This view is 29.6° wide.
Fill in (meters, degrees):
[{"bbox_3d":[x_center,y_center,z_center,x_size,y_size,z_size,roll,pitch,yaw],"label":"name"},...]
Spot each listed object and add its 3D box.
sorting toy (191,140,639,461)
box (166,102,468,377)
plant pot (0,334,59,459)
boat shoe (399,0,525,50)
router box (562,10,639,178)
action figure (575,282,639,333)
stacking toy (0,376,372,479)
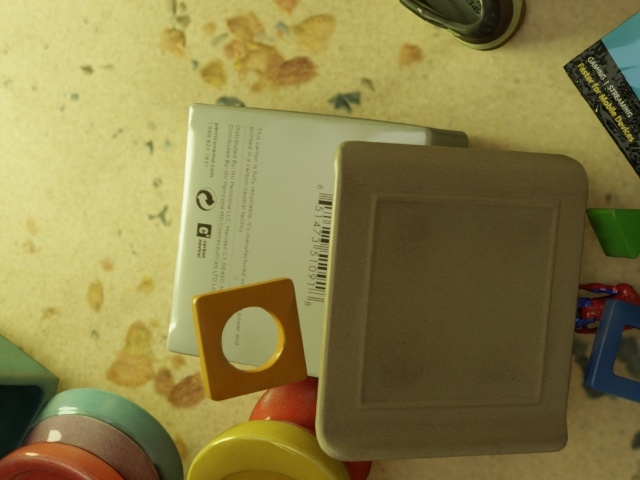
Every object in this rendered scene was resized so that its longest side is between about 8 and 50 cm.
[{"bbox_3d":[0.080,0.038,0.778,0.348,0.047,0.196,2,92,-23],"label":"sorting toy"},{"bbox_3d":[0.000,0.000,0.874,0.182,0.119,0.181,8,94,20],"label":"box"},{"bbox_3d":[-0.417,0.135,0.970,0.252,0.248,0.247,38,104,31],"label":"plant pot"},{"bbox_3d":[0.054,-0.224,0.872,0.223,0.073,0.080,45,105,13],"label":"boat shoe"},{"bbox_3d":[0.269,-0.083,0.814,0.133,0.046,0.179,-36,80,17],"label":"router box"},{"bbox_3d":[0.184,0.050,0.858,0.115,0.030,0.038,-8,94,15],"label":"action figure"},{"bbox_3d":[-0.085,0.231,0.946,0.309,0.130,0.279,-5,116,22],"label":"stacking toy"}]
